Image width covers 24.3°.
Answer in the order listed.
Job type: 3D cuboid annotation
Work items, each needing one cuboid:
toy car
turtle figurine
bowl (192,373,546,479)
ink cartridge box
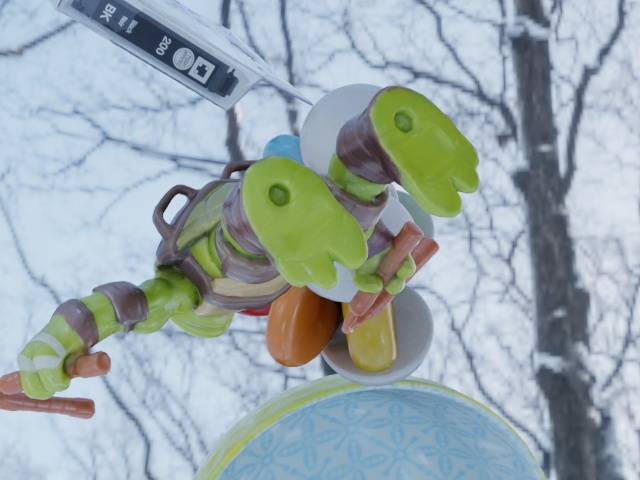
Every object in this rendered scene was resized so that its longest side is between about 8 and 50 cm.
[{"bbox_3d":[0.000,0.000,0.939,0.136,0.182,0.159,-3,-35,9],"label":"toy car"},{"bbox_3d":[-0.020,0.000,0.685,0.270,0.087,0.217,-14,-10,-31],"label":"turtle figurine"},{"bbox_3d":[0.014,0.219,1.112,0.290,0.156,0.289,-4,-77,-18],"label":"bowl"},{"bbox_3d":[-0.127,-0.167,1.133,0.208,0.206,0.045,29,-80,-30],"label":"ink cartridge box"}]
